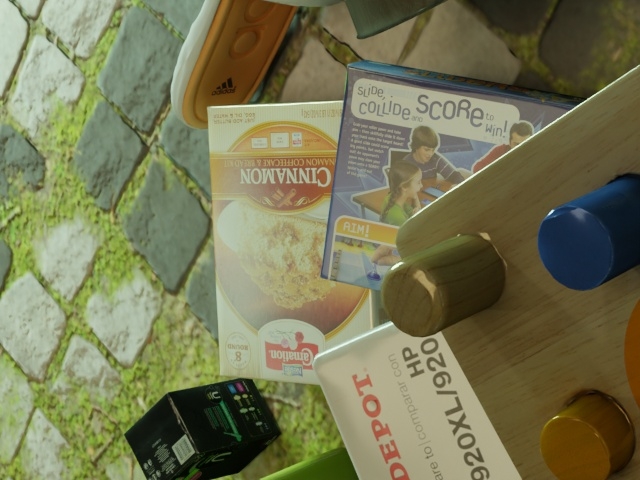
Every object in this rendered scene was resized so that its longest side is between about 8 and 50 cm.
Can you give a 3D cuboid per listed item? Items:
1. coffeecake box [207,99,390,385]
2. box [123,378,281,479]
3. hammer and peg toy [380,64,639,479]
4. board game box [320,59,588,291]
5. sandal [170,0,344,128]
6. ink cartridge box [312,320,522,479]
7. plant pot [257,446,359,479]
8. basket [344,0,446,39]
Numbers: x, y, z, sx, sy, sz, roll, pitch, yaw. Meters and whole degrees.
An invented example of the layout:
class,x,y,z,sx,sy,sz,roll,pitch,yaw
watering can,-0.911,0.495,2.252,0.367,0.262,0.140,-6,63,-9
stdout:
class,x,y,z,sx,sy,sz,roll,pitch,yaw
coffeecake box,0.000,0.000,1.262,0.142,0.068,0.186,1,96,42
box,-0.083,0.137,1.344,0.062,0.083,0.052,-44,67,37
hammer and peg toy,0.206,0.021,0.773,0.361,0.127,0.266,-36,80,41
board game box,0.106,-0.024,1.135,0.201,0.035,0.136,13,104,19
sandal,-0.018,-0.166,1.249,0.076,0.102,0.265,46,131,28
ink cartridge box,0.151,0.088,1.015,0.232,0.168,0.171,-24,84,26
plant pot,-0.079,0.290,1.269,0.227,0.228,0.207,-30,80,40
basket,0.047,-0.257,1.079,0.204,0.154,0.227,-25,101,37
